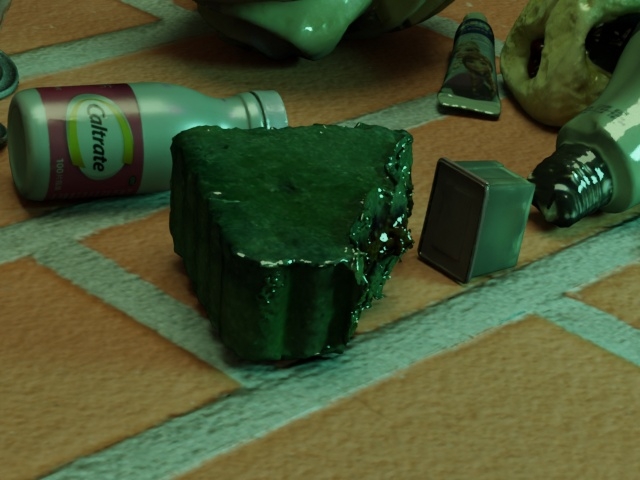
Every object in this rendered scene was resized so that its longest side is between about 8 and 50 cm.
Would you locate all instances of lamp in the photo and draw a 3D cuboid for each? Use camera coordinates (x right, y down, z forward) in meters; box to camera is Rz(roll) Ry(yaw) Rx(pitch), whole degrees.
[{"bbox_3d":[0.292,-0.116,1.454,0.314,0.181,0.182,-21,33,-13],"label":"lamp"}]

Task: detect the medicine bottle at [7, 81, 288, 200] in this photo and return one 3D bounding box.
[{"bbox_3d":[-0.138,-0.083,1.364,0.217,0.090,0.090,-5,28,-21],"label":"medicine bottle"}]

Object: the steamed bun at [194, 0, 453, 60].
[{"bbox_3d":[-0.026,-0.290,1.658,0.394,0.237,0.347,14,-8,-31],"label":"steamed bun"}]

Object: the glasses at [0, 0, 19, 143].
[{"bbox_3d":[-0.279,-0.226,1.443,0.118,0.268,0.234,20,22,-13],"label":"glasses"}]

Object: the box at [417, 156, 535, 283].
[{"bbox_3d":[0.121,-0.018,1.295,0.063,0.084,0.060,-8,28,-37],"label":"box"}]

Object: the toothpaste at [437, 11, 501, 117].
[{"bbox_3d":[0.151,-0.176,1.672,0.062,0.037,0.216,8,31,3],"label":"toothpaste"}]

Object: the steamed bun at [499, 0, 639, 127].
[{"bbox_3d":[0.258,-0.197,1.599,0.141,0.155,0.172,-3,28,-19],"label":"steamed bun"}]

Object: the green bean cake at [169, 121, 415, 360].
[{"bbox_3d":[0.000,0.000,1.209,0.194,0.107,0.208,-1,28,-19],"label":"green bean cake"}]
